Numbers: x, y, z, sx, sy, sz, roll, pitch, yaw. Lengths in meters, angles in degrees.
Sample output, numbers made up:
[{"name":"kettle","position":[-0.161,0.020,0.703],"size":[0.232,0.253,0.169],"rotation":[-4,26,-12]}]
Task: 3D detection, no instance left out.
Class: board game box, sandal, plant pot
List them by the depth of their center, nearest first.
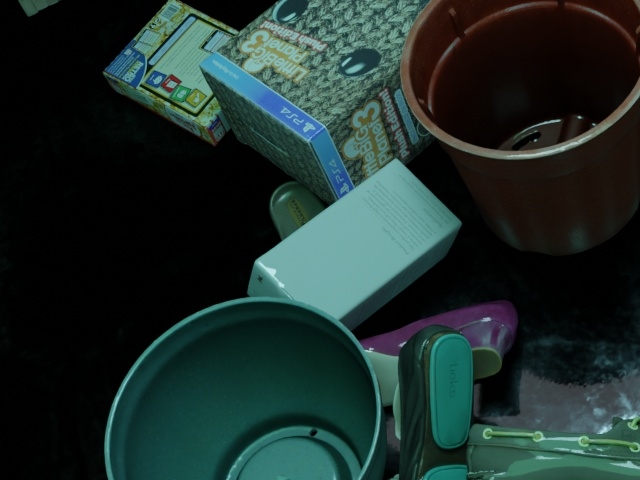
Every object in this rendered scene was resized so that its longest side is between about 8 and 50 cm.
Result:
[{"name":"plant pot","position":[-0.056,0.235,1.678],"size":[0.293,0.196,0.293],"rotation":[-8,56,13]},{"name":"plant pot","position":[0.251,-0.132,1.769],"size":[0.272,0.265,0.272],"rotation":[-8,57,13]},{"name":"sandal","position":[0.000,0.000,1.889],"size":[0.090,0.060,0.219],"rotation":[-29,55,-1]},{"name":"board game box","position":[0.045,-0.211,1.933],"size":[0.291,0.141,0.232],"rotation":[-41,48,-13]},{"name":"board game box","position":[-0.170,-0.226,2.093],"size":[0.193,0.045,0.147],"rotation":[31,72,30]}]

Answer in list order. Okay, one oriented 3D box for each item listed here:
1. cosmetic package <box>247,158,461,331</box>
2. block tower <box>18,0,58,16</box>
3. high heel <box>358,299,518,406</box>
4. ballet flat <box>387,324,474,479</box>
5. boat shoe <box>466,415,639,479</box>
[{"name":"cosmetic package","position":[0.039,0.020,1.799],"size":[0.231,0.085,0.117],"rotation":[-36,72,-26]},{"name":"block tower","position":[-0.292,-0.446,2.241],"size":[0.335,0.097,0.091],"rotation":[-25,56,0]},{"name":"high heel","position":[0.103,0.119,1.791],"size":[0.244,0.082,0.117],"rotation":[-15,23,24]},{"name":"ballet flat","position":[0.119,0.230,1.678],"size":[0.096,0.095,0.280],"rotation":[-8,77,57]},{"name":"boat shoe","position":[0.299,0.223,1.607],"size":[0.305,0.109,0.091],"rotation":[-5,78,8]}]
